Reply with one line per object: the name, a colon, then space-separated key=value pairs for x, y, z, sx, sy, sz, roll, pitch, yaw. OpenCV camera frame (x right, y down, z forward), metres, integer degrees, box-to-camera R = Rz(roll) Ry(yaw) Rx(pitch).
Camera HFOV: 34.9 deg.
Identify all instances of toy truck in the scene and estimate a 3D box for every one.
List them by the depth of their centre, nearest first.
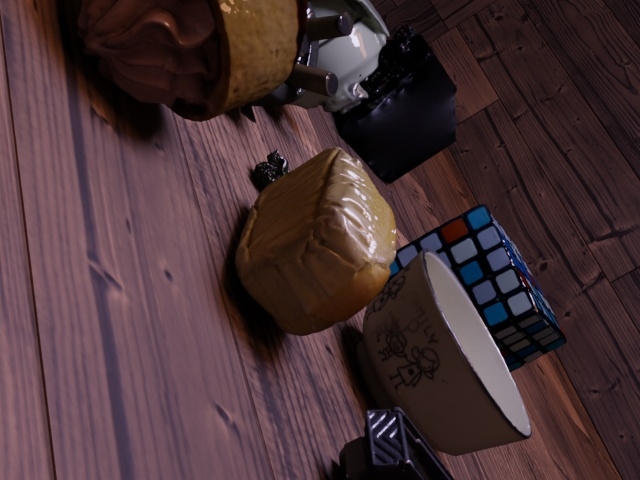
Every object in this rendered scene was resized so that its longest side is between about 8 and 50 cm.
toy truck: x=0.087 y=0.232 z=0.860 sx=0.192 sy=0.092 sz=0.083 roll=54 pitch=13 yaw=-22

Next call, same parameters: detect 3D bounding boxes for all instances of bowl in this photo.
bowl: x=0.125 y=0.140 z=1.128 sx=0.238 sy=0.126 sz=0.238 roll=54 pitch=13 yaw=-19

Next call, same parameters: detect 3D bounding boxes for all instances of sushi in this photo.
sushi: x=0.138 y=-0.274 z=1.909 sx=0.227 sy=0.215 sz=0.212 roll=37 pitch=24 yaw=-56

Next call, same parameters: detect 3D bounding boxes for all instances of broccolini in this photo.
broccolini: x=-0.029 y=-0.057 z=1.224 sx=0.042 sy=0.044 sz=0.218 roll=47 pitch=3 yaw=21

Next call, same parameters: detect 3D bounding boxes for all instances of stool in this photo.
stool: x=-0.057 y=-0.258 z=1.187 sx=0.153 sy=0.139 sz=0.228 roll=-34 pitch=120 yaw=-52

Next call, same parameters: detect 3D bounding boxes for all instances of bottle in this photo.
bottle: x=-0.047 y=-0.322 z=1.382 sx=0.352 sy=0.229 sz=0.229 roll=59 pitch=13 yaw=-13

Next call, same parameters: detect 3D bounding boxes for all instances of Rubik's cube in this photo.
Rubik's cube: x=0.212 y=0.089 z=1.442 sx=0.182 sy=0.187 sz=0.184 roll=39 pitch=26 yaw=-57

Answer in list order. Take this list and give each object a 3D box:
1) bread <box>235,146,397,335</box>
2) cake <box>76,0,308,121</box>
bread: x=0.000 y=0.000 z=0.955 sx=0.106 sy=0.140 sz=0.236 roll=51 pitch=15 yaw=-17
cake: x=-0.132 y=-0.205 z=0.890 sx=0.178 sy=0.185 sz=0.208 roll=-12 pitch=91 yaw=-33
